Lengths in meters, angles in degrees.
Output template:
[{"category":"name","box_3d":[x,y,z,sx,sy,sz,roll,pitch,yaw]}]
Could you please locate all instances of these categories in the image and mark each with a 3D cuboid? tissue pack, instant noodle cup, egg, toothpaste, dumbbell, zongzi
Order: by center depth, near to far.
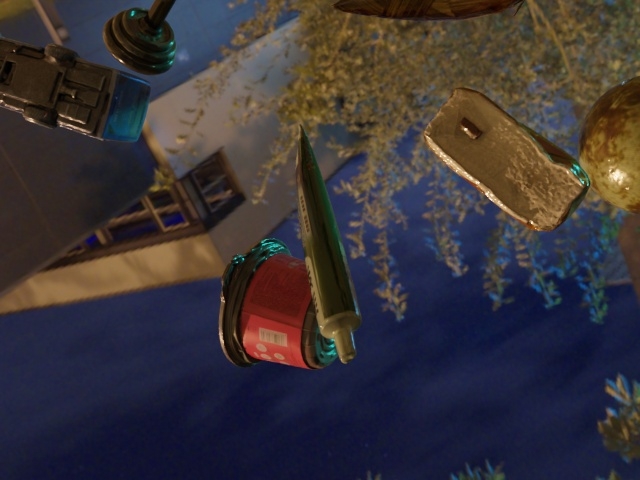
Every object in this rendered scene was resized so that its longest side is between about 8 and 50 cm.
[{"category":"zongzi","box_3d":[0.135,-0.294,0.894,0.184,0.084,0.187,-23,-153,-23]},{"category":"tissue pack","box_3d":[0.227,-0.092,0.895,0.092,0.183,0.226,-55,166,13]},{"category":"dumbbell","box_3d":[-0.215,-0.333,1.050,0.254,0.110,0.110,-43,-176,39]},{"category":"toothpaste","box_3d":[0.000,0.000,1.115,0.061,0.099,0.392,-7,-123,-10]},{"category":"egg","box_3d":[0.575,-0.161,1.255,0.238,0.238,0.289,-38,-157,-34]},{"category":"instant noodle cup","box_3d":[-0.049,0.139,1.445,0.181,0.302,0.258,13,-99,26]}]

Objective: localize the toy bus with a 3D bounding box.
[{"category":"toy bus","box_3d":[-0.286,-0.157,0.757,0.236,0.079,0.094,19,-179,22]}]
